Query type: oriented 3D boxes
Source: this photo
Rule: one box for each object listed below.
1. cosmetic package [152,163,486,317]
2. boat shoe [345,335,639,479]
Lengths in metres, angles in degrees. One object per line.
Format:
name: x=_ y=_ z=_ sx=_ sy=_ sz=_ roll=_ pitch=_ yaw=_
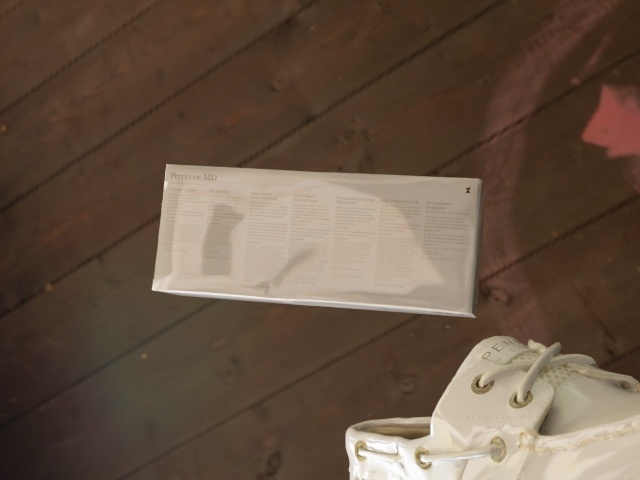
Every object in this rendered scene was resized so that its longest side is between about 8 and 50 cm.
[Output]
cosmetic package: x=0.000 y=0.000 z=0.799 sx=0.239 sy=0.060 sz=0.099 roll=4 pitch=-95 yaw=14
boat shoe: x=0.095 y=0.092 z=0.509 sx=0.277 sy=0.098 sz=0.096 roll=-31 pitch=-108 yaw=47
